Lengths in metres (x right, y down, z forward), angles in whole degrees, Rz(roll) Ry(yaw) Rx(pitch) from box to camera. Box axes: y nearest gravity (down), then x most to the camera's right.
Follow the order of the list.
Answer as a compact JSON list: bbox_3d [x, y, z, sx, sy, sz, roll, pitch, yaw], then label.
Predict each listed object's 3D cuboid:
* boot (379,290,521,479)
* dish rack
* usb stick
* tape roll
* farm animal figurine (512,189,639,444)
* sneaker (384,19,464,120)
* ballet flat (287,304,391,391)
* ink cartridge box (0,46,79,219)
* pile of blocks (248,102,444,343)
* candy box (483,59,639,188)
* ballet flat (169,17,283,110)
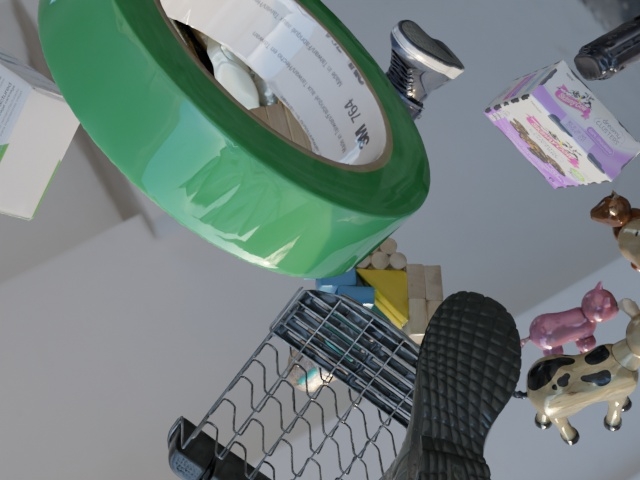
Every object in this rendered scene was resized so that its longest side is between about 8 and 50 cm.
[{"bbox_3d":[0.083,0.170,0.847,0.083,0.247,0.161,23,142,-7],"label":"boot"},{"bbox_3d":[-0.011,0.182,1.055,0.208,0.271,0.074,36,-167,-7],"label":"dish rack"},{"bbox_3d":[0.406,-0.253,1.133,0.045,0.278,0.077,62,173,-13],"label":"usb stick"},{"bbox_3d":[-0.056,-0.120,0.793,0.321,0.077,0.321,35,-151,-22],"label":"tape roll"},{"bbox_3d":[0.375,0.064,1.079,0.326,0.330,0.172,12,145,28],"label":"farm animal figurine"},{"bbox_3d":[0.112,-0.230,1.512,0.086,0.163,0.226,56,-163,16],"label":"sneaker"},{"bbox_3d":[0.022,0.137,1.534,0.107,0.106,0.316,46,-158,5],"label":"ballet flat"},{"bbox_3d":[-0.521,-0.188,1.620,0.278,0.201,0.117,33,-170,35],"label":"ink cartridge box"},{"bbox_3d":[0.000,0.000,1.220,0.362,0.149,0.113,50,161,11],"label":"pile of blocks"},{"bbox_3d":[0.335,-0.157,1.458,0.165,0.070,0.196,46,173,-6],"label":"candy box"},{"bbox_3d":[-0.138,-0.281,1.360,0.349,0.123,0.123,61,168,-13],"label":"ballet flat"}]
